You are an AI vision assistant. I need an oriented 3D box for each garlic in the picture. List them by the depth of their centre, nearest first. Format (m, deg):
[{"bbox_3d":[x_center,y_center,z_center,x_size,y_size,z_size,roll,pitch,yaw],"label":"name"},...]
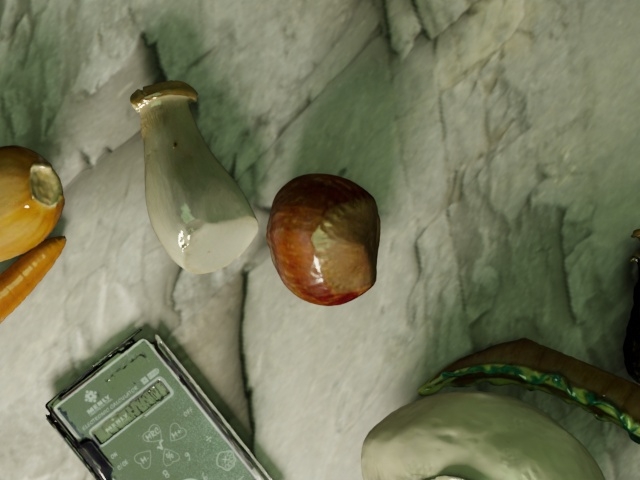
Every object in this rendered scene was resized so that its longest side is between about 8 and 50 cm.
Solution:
[{"bbox_3d":[-0.386,-0.026,1.527,0.206,0.128,0.115,-28,135,1],"label":"garlic"}]

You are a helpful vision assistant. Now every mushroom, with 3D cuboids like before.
[{"bbox_3d":[-0.162,-0.074,1.552,0.116,0.093,0.225,-26,82,-18],"label":"mushroom"}]

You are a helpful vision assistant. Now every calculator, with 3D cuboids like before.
[{"bbox_3d":[-0.184,0.255,1.575,0.165,0.028,0.274,-39,92,-2],"label":"calculator"}]

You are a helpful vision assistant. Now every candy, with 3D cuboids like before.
[{"bbox_3d":[0.190,0.281,1.497,0.295,0.295,0.185,36,55,-3],"label":"candy"}]

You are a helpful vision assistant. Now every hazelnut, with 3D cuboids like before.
[{"bbox_3d":[0.000,0.000,1.538,0.143,0.143,0.154,-5,107,-3],"label":"hazelnut"}]

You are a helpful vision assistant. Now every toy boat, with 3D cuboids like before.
[{"bbox_3d":[0.262,0.172,1.547,0.293,0.108,0.099,14,82,21],"label":"toy boat"}]

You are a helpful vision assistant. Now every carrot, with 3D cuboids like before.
[{"bbox_3d":[-0.406,0.086,1.552,0.271,0.066,0.062,-28,135,-5],"label":"carrot"}]

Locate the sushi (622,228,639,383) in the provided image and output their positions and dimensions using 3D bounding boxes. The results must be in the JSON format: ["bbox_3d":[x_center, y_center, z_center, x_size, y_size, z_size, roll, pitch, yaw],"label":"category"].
[{"bbox_3d":[0.525,0.111,1.518,0.348,0.234,0.207,12,89,-7],"label":"sushi"}]
